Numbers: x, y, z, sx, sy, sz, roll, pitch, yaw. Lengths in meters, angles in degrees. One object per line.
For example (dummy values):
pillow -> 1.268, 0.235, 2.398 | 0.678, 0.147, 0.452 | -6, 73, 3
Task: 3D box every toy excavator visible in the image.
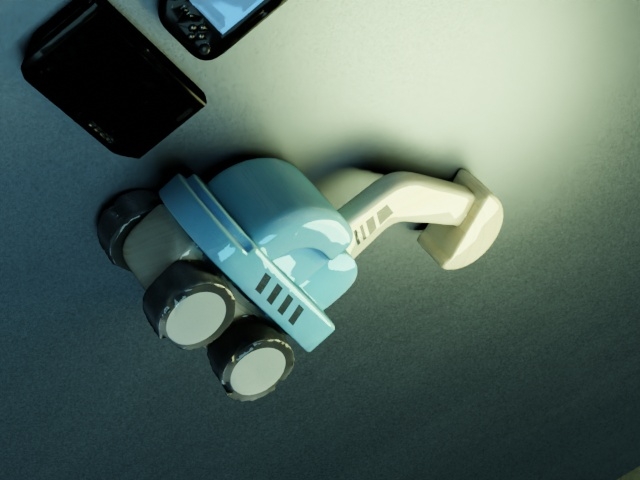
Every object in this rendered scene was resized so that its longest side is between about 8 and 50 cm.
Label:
toy excavator -> 0.000, 0.000, 1.805 | 0.445, 0.222, 0.433 | -41, 135, 3

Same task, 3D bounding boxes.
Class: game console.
game console -> -0.165, -0.261, 1.595 | 0.361, 0.044, 0.213 | -38, 134, 11
